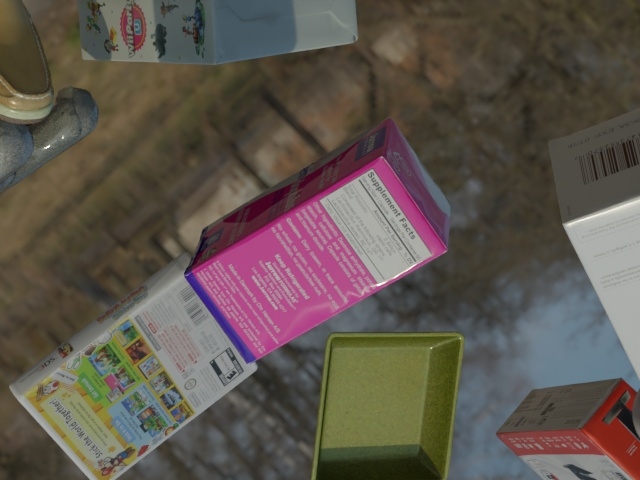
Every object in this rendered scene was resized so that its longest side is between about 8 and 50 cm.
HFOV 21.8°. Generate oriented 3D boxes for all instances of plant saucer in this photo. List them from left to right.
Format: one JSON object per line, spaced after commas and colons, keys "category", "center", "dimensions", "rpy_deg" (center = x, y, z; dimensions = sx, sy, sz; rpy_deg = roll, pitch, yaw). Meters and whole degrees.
{"category": "plant saucer", "center": [0.070, 0.194, 1.946], "dimensions": [0.045, 0.188, 0.188], "rpy_deg": [21, -73, 60]}

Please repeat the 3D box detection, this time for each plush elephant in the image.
{"category": "plush elephant", "center": [-0.474, -0.151, 1.984], "dimensions": [0.330, 0.255, 0.272], "rpy_deg": [-33, -176, 27]}

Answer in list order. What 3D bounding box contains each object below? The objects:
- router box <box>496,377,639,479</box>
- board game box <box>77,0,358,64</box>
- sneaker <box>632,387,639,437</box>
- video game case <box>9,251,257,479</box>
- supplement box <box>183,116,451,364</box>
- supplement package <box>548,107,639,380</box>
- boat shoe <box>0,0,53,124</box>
{"category": "router box", "center": [0.390, 0.302, 2.015], "dimensions": [0.082, 0.301, 0.335], "rpy_deg": [-48, -178, -13]}
{"category": "board game box", "center": [-0.135, -0.283, 2.104], "dimensions": [0.224, 0.097, 0.303], "rpy_deg": [-13, -167, -38]}
{"category": "sneaker", "center": [0.353, 0.028, 1.419], "dimensions": [0.321, 0.125, 0.180], "rpy_deg": [-66, 164, -49]}
{"category": "video game case", "center": [-0.175, 0.131, 1.619], "dimensions": [0.206, 0.026, 0.227], "rpy_deg": [-37, 149, -9]}
{"category": "supplement box", "center": [0.000, 0.000, 1.521], "dimensions": [0.220, 0.114, 0.111], "rpy_deg": [-29, -163, 16]}
{"category": "supplement package", "center": [0.249, 0.003, 1.209], "dimensions": [0.105, 0.179, 0.105], "rpy_deg": [-21, -145, 15]}
{"category": "boat shoe", "center": [-0.228, -0.163, 1.108], "dimensions": [0.068, 0.190, 0.072], "rpy_deg": [-11, 146, -47]}
